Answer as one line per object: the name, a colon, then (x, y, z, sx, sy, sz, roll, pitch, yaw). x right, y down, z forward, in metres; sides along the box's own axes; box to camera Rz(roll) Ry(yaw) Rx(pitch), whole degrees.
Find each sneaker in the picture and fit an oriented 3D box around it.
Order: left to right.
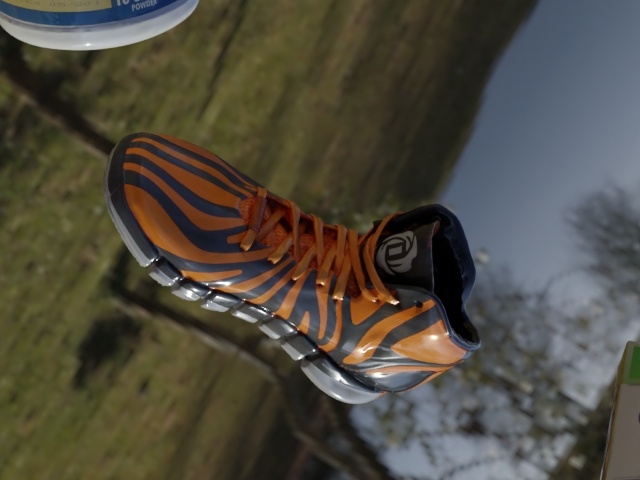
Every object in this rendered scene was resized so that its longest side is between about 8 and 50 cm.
sneaker: (0.000, 0.000, 1.394, 0.180, 0.321, 0.125, -23, -137, 43)

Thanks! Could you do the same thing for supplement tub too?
supplement tub: (-0.157, -0.239, 1.201, 0.144, 0.144, 0.200, -45, 139, -46)

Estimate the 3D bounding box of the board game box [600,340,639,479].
board game box: (0.216, 0.151, 1.023, 0.259, 0.124, 0.039, -70, 171, -49)
